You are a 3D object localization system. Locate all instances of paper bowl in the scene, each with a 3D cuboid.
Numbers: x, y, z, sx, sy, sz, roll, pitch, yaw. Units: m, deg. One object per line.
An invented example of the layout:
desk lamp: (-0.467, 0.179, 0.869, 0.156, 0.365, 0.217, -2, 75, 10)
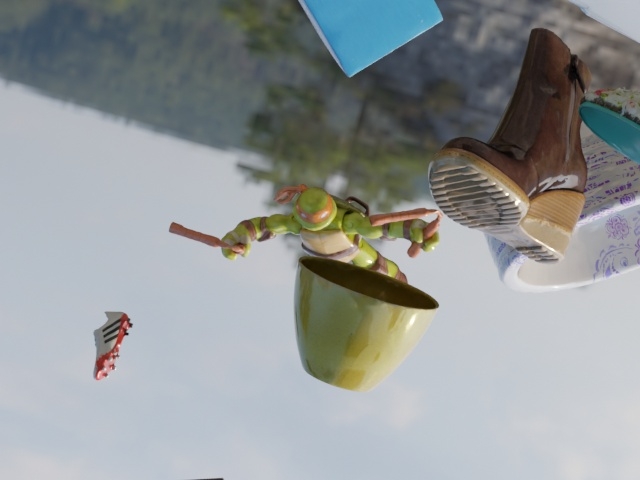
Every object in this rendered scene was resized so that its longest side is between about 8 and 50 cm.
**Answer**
paper bowl: (0.314, -0.061, 2.156, 0.284, 0.148, 0.284, -17, 163, -5)

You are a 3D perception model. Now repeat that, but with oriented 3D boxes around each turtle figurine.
turtle figurine: (0.000, 0.000, 1.907, 0.270, 0.087, 0.217, -5, 153, 12)

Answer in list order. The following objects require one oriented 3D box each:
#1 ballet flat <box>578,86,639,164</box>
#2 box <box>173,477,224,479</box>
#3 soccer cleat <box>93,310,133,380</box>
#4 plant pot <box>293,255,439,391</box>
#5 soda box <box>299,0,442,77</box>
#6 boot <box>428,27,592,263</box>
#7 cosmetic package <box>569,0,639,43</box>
ballet flat: (0.352, -0.084, 1.779, 0.241, 0.077, 0.091, 37, 162, 28)
box: (-0.191, 0.383, 2.136, 0.183, 0.231, 0.056, -3, 152, -5)
soccer cleat: (-0.229, 0.112, 2.040, 0.036, 0.083, 0.029, 14, 153, 16)
plant pot: (0.029, 0.082, 1.740, 0.134, 0.095, 0.134, 18, -171, -3)
soda box: (-0.009, -0.208, 1.151, 0.210, 0.071, 0.067, 58, -178, -27)
boot: (0.184, -0.109, 1.820, 0.090, 0.206, 0.248, -1, 160, 31)
cosmetic package: (0.142, -0.222, 0.962, 0.284, 0.097, 0.377, 27, -152, -25)
